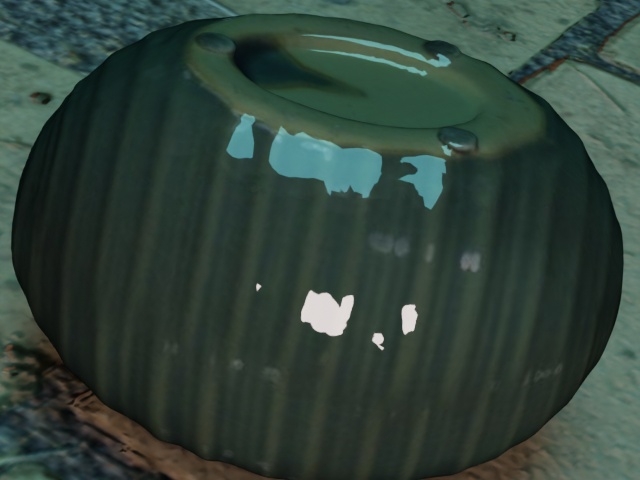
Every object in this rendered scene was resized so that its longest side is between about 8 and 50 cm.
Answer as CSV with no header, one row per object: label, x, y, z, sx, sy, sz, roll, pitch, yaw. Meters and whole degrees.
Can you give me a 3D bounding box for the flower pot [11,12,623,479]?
flower pot,0.000,0.000,0.701,0.243,0.157,0.189,11,31,-4
